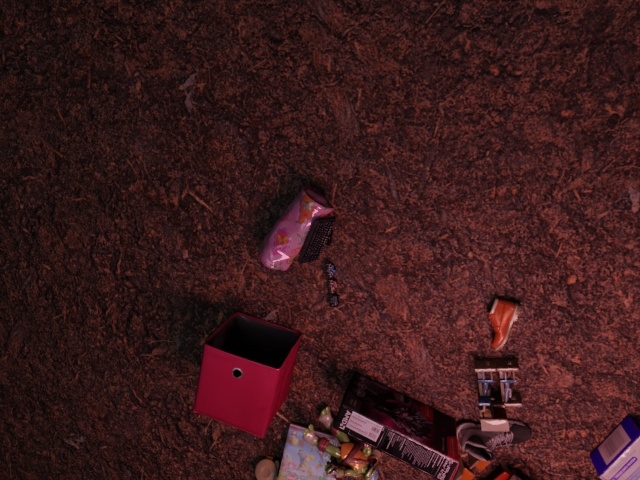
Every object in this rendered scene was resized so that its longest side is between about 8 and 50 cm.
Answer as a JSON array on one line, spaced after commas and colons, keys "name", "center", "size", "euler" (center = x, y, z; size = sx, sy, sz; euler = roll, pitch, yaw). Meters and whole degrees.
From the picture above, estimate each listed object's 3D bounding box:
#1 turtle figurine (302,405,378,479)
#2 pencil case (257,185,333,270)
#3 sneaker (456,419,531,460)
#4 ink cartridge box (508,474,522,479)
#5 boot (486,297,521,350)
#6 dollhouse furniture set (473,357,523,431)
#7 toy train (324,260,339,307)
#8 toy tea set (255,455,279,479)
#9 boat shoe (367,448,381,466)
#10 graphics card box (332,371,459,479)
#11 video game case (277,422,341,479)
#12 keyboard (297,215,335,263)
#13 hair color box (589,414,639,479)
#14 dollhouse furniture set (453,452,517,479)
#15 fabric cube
[{"name": "turtle figurine", "center": [0.083, 0.660, 1.505], "size": [0.266, 0.274, 0.197], "euler": [32, 83, 25]}, {"name": "pencil case", "center": [-0.081, -0.033, 1.452], "size": [0.124, 0.124, 0.284], "euler": [38, 111, 4]}, {"name": "sneaker", "center": [0.538, 0.625, 1.425], "size": [0.229, 0.132, 0.086], "euler": [-7, 102, 10]}, {"name": "ink cartridge box", "center": [0.576, 0.826, 1.397], "size": [0.115, 0.067, 0.198], "euler": [34, 98, 4]}, {"name": "boot", "center": [0.528, 0.247, 1.386], "size": [0.085, 0.059, 0.157], "euler": [19, 99, 13]}, {"name": "dollhouse furniture set", "center": [0.527, 0.447, 1.364], "size": [0.129, 0.184, 0.129], "euler": [-6, 101, 17]}, {"name": "toy train", "center": [0.038, 0.143, 1.506], "size": [0.036, 0.027, 0.158], "euler": [-4, 103, 13]}, {"name": "toy tea set", "center": [-0.086, 0.921, 1.707], "size": [0.336, 0.124, 0.200], "euler": [5, 75, 17]}, {"name": "boat shoe", "center": [0.154, 0.777, 1.620], "size": [0.050, 0.045, 0.135], "euler": [41, 110, 3]}, {"name": "graphics card box", "center": [0.239, 0.568, 1.447], "size": [0.371, 0.233, 0.094], "euler": [23, 105, 10]}, {"name": "video game case", "center": [-0.043, 0.812, 1.632], "size": [0.204, 0.025, 0.285], "euler": [11, 80, 13]}, {"name": "keyboard", "center": [0.000, 0.000, 1.440], "size": [0.023, 0.108, 0.180], "euler": [51, 135, 30]}, {"name": "hair color box", "center": [0.995, 0.683, 1.337], "size": [0.339, 0.110, 0.185], "euler": [31, 108, 5]}, {"name": "dollhouse furniture set", "center": [0.528, 0.834, 1.484], "size": [0.262, 0.135, 0.259], "euler": [39, 110, 3]}, {"name": "fabric cube", "center": [-0.236, 0.429, 1.529], "size": [0.254, 0.259, 0.258], "euler": [17, 108, 10]}]
